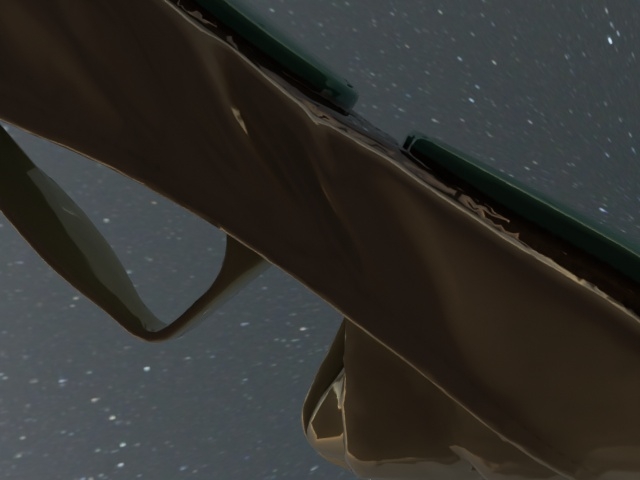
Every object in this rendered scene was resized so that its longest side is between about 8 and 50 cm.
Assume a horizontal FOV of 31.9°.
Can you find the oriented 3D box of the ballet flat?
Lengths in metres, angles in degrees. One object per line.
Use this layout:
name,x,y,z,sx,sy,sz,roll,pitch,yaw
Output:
ballet flat,0.000,0.000,0.395,0.400,0.139,0.139,34,-81,12
